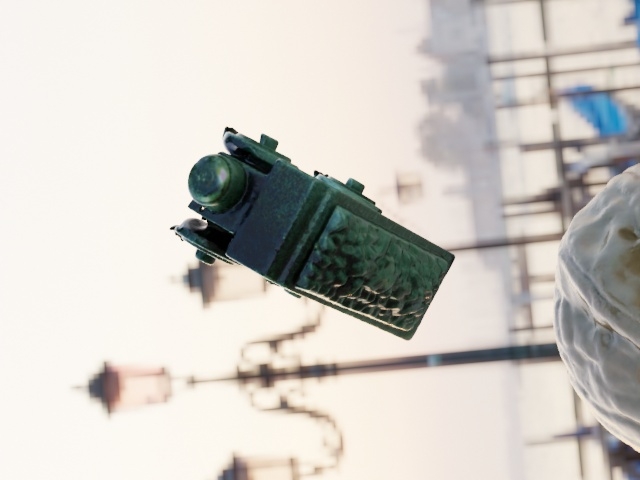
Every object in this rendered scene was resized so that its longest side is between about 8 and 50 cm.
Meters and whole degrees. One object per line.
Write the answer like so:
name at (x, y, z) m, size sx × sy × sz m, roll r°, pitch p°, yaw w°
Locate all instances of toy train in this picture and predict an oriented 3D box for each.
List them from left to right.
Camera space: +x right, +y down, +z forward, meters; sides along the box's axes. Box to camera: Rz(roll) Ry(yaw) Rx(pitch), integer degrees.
toy train at (0.000, 0.000, 0.914) m, size 0.070 × 0.099 × 0.172 m, roll -62°, pitch -30°, yaw 2°

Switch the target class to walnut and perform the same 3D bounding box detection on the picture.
walnut at (0.267, 0.047, 1.257) m, size 0.228 × 0.228 × 0.228 m, roll -6°, pitch -90°, yaw -84°
